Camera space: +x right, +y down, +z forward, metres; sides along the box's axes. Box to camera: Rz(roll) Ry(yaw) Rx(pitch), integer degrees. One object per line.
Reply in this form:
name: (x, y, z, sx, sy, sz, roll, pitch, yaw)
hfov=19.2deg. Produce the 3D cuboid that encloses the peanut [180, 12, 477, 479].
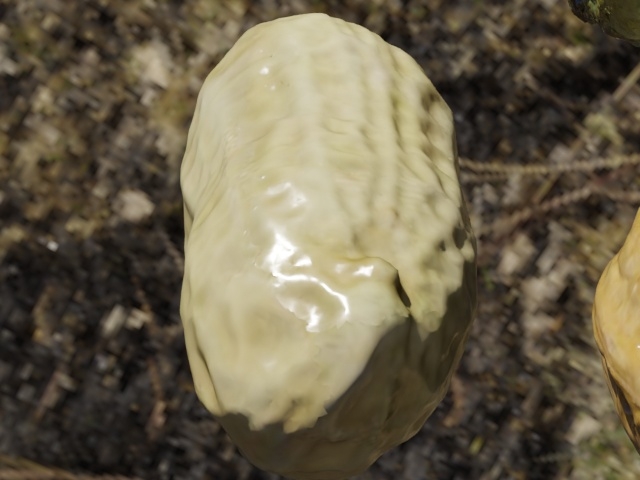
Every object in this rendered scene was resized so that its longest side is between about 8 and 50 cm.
peanut: (0.000, 0.000, 0.922, 0.152, 0.152, 0.313, -41, 26, 19)

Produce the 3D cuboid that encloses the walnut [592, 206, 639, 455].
walnut: (0.240, 0.059, 1.013, 0.193, 0.193, 0.226, -43, 43, 17)

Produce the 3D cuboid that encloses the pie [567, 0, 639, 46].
pie: (0.159, -0.256, 1.127, 0.070, 0.323, 0.323, -11, 47, -6)
